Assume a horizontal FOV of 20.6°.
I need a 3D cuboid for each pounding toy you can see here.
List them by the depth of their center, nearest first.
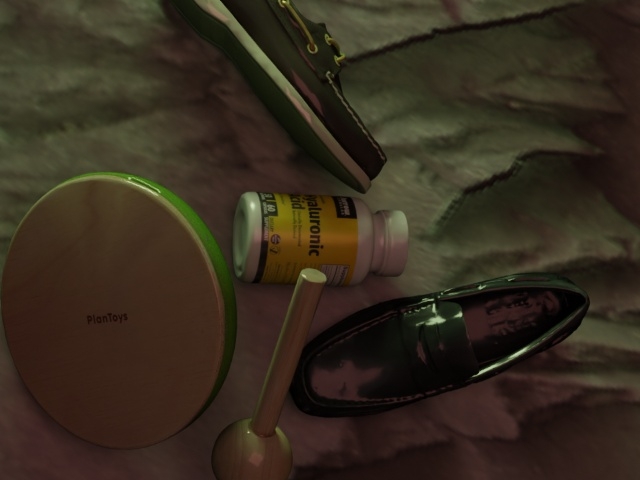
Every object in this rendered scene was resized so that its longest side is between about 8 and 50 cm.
[{"bbox_3d":[-0.090,0.050,1.180,0.237,0.110,0.183,24,109,25],"label":"pounding toy"}]

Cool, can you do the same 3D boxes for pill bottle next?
[{"bbox_3d":[0.000,0.000,1.239,0.116,0.065,0.065,2,82,-14],"label":"pill bottle"}]

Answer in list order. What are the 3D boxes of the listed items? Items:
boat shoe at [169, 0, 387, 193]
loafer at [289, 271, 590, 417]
[{"bbox_3d":[-0.024,-0.135,1.243,0.069,0.081,0.228,-41,91,-12],"label":"boat shoe"},{"bbox_3d":[0.084,0.069,1.243,0.223,0.078,0.076,-17,86,-16],"label":"loafer"}]
